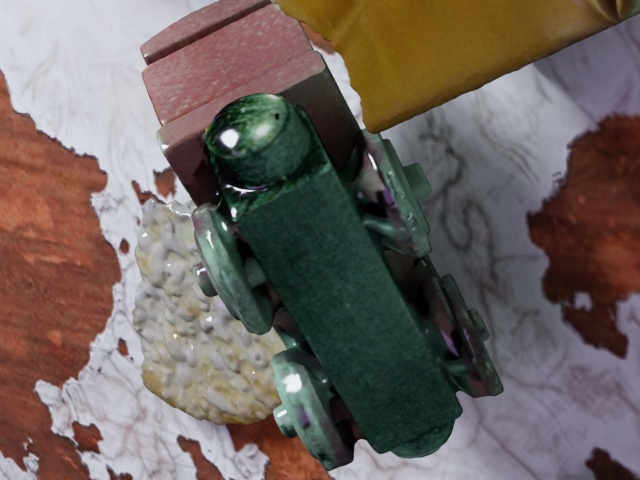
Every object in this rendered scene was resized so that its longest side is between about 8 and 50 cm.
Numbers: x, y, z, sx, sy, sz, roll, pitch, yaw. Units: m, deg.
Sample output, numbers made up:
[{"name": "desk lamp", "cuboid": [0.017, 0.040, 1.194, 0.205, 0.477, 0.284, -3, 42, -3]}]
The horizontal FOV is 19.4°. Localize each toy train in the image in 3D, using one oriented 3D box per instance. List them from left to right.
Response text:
[{"name": "toy train", "cuboid": [0.000, 0.000, 1.183, 0.304, 0.150, 0.221, 62, -177, -41]}]

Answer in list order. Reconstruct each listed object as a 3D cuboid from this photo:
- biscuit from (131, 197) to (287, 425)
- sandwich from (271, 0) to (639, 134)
[{"name": "biscuit", "cuboid": [-0.076, 0.047, 1.422, 0.265, 0.040, 0.188, -38, 81, 49]}, {"name": "sandwich", "cuboid": [0.106, -0.145, 1.033, 0.227, 0.155, 0.198, 41, 137, 24]}]
